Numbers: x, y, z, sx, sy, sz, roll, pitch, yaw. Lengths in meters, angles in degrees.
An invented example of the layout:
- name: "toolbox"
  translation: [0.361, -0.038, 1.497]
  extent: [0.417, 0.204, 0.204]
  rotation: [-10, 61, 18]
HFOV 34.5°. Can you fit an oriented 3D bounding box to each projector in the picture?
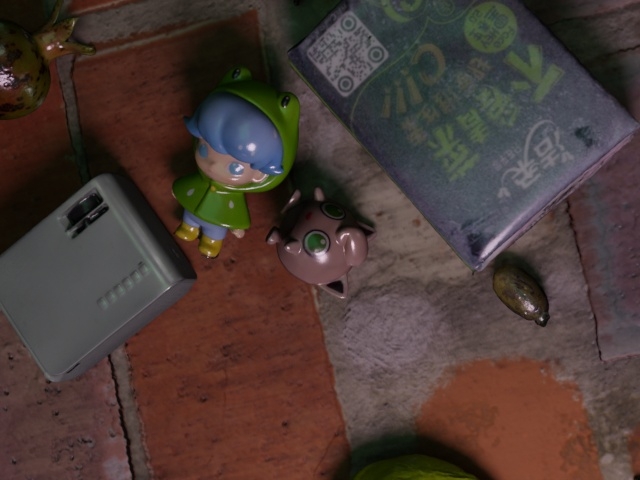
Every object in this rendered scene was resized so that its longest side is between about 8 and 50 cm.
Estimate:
- name: "projector"
  translation: [-0.333, 0.053, 1.491]
  extent: [0.250, 0.108, 0.198]
  rotation: [-39, 80, 10]

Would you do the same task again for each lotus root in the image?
- name: "lotus root"
  translation: [0.272, 0.073, 1.380]
  extent: [0.099, 0.054, 0.049]
  rotation: [48, 119, 11]

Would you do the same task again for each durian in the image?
- name: "durian"
  translation: [0.116, 0.356, 1.384]
  extent: [0.250, 0.101, 0.139]
  rotation: [-22, 118, 11]

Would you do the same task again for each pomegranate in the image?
- name: "pomegranate"
  translation: [-0.436, -0.256, 1.508]
  extent: [0.220, 0.156, 0.156]
  rotation: [-13, 85, 3]

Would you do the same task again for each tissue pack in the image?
- name: "tissue pack"
  translation: [0.183, -0.193, 1.377]
  extent: [0.288, 0.124, 0.394]
  rotation: [-43, 80, 10]

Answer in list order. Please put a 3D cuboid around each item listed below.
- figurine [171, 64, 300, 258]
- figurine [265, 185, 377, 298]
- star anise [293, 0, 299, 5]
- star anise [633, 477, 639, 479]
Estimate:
- name: "figurine"
  translation: [-0.126, -0.107, 1.443]
  extent: [0.162, 0.143, 0.263]
  rotation: [33, 112, 20]
- name: "figurine"
  translation: [0.000, 0.000, 1.410]
  extent: [0.138, 0.125, 0.125]
  rotation: [31, 94, -2]
- name: "star anise"
  translation: [-0.064, -0.449, 1.429]
  extent: [0.346, 0.148, 0.237]
  rotation: [8, 132, 12]
- name: "star anise"
  translation: [0.460, 0.430, 1.310]
  extent: [0.230, 0.081, 0.262]
  rotation: [-28, 79, -1]
